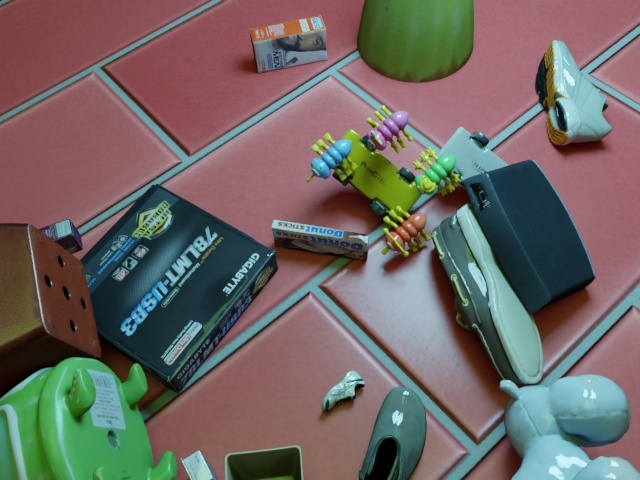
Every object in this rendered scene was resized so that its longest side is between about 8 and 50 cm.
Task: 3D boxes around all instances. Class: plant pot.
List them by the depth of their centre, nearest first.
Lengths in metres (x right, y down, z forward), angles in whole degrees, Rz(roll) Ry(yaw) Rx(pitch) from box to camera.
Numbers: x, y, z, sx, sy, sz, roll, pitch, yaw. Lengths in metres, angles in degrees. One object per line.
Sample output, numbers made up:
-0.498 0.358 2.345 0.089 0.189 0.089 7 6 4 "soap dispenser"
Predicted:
-0.075 0.369 0.895 0.109 0.096 0.109 -6 57 -2 "plant pot"
-0.495 0.119 0.944 0.236 0.267 0.267 -21 66 -1 "plant pot"
0.216 -0.552 1.354 0.275 0.293 0.275 -2 57 3 "plant pot"

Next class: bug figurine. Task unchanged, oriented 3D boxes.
0.121 -0.116 1.121 0.279 0.072 0.216 44 92 0 "bug figurine"

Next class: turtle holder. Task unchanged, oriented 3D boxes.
-0.349 0.338 0.878 0.227 0.243 0.320 -24 97 5 "turtle holder"

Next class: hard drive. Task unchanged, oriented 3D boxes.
0.368 -0.018 1.073 0.172 0.054 0.255 -17 77 -31 "hard drive"

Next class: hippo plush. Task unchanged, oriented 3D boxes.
0.354 0.324 0.871 0.294 0.234 0.236 -32 28 32 "hippo plush"

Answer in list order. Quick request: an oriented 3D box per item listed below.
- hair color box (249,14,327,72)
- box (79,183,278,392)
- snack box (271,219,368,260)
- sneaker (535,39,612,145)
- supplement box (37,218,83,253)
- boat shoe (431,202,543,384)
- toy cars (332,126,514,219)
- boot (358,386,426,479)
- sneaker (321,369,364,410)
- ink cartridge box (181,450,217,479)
-0.072 -0.450 1.424 0.167 0.093 0.053 -14 58 -5 "hair color box"
-0.278 0.073 1.115 0.293 0.073 0.295 28 64 21 "box"
0.000 0.000 1.147 0.178 0.064 0.022 9 56 9 "snack box"
0.536 -0.309 1.309 0.121 0.099 0.262 2 65 -4 "sneaker"
-0.506 0.001 1.182 0.083 0.055 0.043 -20 58 -10 "supplement box"
0.275 0.096 1.051 0.116 0.097 0.324 12 53 -44 "boat shoe"
0.206 -0.126 1.200 0.393 0.087 0.176 -1 92 1 "toy cars"
0.103 0.307 0.886 0.083 0.161 0.246 16 60 13 "boot"
0.038 0.249 1.004 0.037 0.032 0.083 37 67 24 "sneaker"
-0.178 0.346 0.923 0.028 0.083 0.048 -29 61 -14 "ink cartridge box"
